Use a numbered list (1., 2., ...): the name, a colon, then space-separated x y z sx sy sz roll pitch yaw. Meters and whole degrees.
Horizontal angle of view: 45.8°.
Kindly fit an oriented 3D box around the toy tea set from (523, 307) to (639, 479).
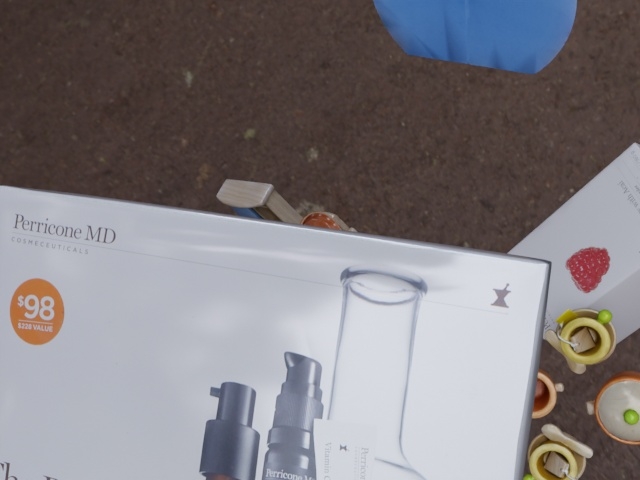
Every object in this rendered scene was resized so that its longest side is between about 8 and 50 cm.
1. toy tea set: 0.340 0.264 1.100 0.200 0.124 0.336 45 108 12

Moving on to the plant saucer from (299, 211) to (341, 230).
1. plant saucer: 0.000 0.000 1.102 0.013 0.084 0.083 -26 48 47

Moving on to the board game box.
1. board game box: 0.119 -0.202 0.587 0.169 0.133 0.033 16 51 27

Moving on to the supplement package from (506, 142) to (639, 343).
1. supplement package: 0.477 0.023 1.216 0.293 0.175 0.177 -48 44 32

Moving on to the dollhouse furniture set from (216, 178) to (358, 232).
1. dollhouse furniture set: -0.120 0.069 1.467 0.287 0.198 0.303 10 65 43

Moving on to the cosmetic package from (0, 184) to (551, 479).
1. cosmetic package: -0.056 0.125 0.517 0.378 0.097 0.284 8 90 18
